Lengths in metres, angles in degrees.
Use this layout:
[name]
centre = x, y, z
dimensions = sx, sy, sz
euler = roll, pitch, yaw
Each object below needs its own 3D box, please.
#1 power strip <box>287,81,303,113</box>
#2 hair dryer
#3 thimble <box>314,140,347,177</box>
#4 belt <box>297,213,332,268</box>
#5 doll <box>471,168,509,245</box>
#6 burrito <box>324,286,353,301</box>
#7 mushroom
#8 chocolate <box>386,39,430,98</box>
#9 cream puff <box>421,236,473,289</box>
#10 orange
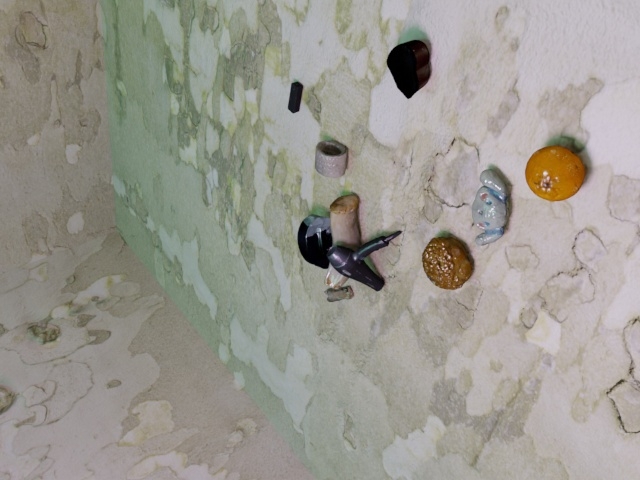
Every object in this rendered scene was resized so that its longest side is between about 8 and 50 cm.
[power strip]
centre = -0.085, -0.486, 2.276
dimensions = 0.038, 0.029, 0.111
euler = 46, 145, 26
[hair dryer]
centre = 0.179, 0.055, 2.188
dimensions = 0.236, 0.091, 0.272
euler = 36, 132, -22
[thimble]
centre = 0.034, -0.265, 2.192
dimensions = 0.115, 0.102, 0.090
euler = -108, 17, -52
[belt]
centre = 0.000, 0.000, 2.367
dimensions = 0.078, 0.151, 0.198
euler = 19, 133, 56
[doll]
centre = 0.447, -0.082, 1.760
dimensions = 0.104, 0.072, 0.213
euler = 21, 121, 37
[burrito]
centre = 0.066, 0.202, 2.508
dimensions = 0.171, 0.042, 0.051
euler = -17, 100, 54
[mushroom]
centre = 0.075, 0.008, 2.292
dimensions = 0.095, 0.123, 0.351
euler = 43, 136, 49
[chocolate]
centre = 0.243, -0.464, 1.790
dimensions = 0.125, 0.080, 0.148
euler = 38, 147, 52
[cream puff]
centre = 0.359, 0.070, 1.939
dimensions = 0.165, 0.115, 0.150
euler = 55, 150, 14
[orange]
centre = 0.536, -0.153, 1.544
dimensions = 0.136, 0.118, 0.135
euler = 24, 123, 45
